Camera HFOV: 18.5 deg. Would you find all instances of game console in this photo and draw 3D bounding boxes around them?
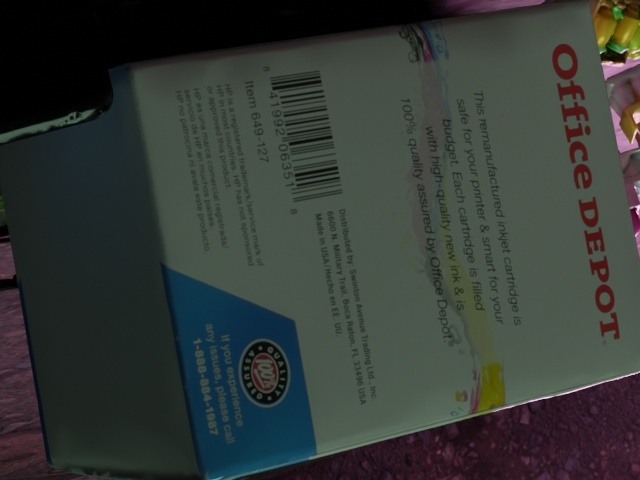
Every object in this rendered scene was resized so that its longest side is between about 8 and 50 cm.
[{"bbox_3d":[-0.140,-0.053,0.759,0.122,0.107,0.071,-16,141,-3],"label":"game console"}]

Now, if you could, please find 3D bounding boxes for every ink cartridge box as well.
[{"bbox_3d":[0.000,0.000,0.879,0.232,0.171,0.168,-10,-179,-29],"label":"ink cartridge box"}]

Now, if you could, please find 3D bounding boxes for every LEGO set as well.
[{"bbox_3d":[0.198,-0.063,1.013,0.132,0.107,0.287,-28,161,4],"label":"LEGO set"}]

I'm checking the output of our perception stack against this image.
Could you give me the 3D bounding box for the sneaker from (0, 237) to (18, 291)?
[{"bbox_3d":[-0.106,0.014,1.106,0.170,0.051,0.089,4,-172,27],"label":"sneaker"}]
